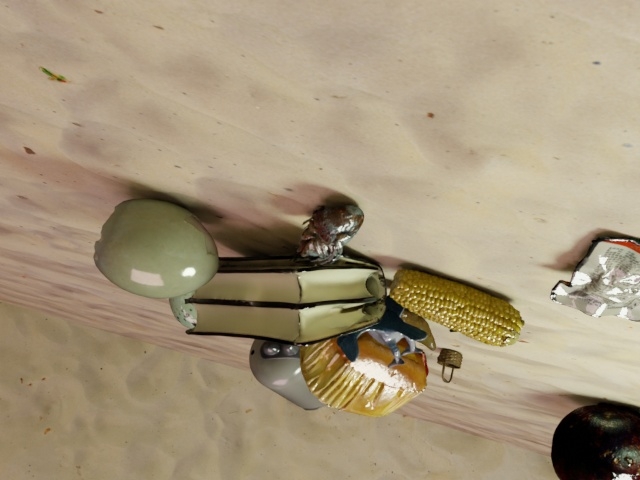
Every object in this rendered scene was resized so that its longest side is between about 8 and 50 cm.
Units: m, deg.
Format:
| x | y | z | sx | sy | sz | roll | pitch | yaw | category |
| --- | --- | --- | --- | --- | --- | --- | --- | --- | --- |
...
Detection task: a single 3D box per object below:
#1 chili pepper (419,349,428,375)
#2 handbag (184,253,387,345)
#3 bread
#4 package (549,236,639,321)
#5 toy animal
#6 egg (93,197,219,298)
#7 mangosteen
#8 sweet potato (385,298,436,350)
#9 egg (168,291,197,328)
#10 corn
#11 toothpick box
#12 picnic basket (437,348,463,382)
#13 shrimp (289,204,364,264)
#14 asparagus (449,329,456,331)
| x | y | z | sx | sy | sz | roll | pitch | yaw | category |
| --- | --- | --- | --- | --- | --- | --- | --- | --- | --- |
| 0.245 | 0.370 | 2.102 | 0.136 | 0.144 | 0.252 | 41 | 178 | 18 | chili pepper |
| -0.076 | 0.104 | 1.431 | 0.359 | 0.160 | 0.237 | -2 | 179 | 44 | handbag |
| 0.103 | 0.266 | 1.619 | 0.288 | 0.204 | 0.156 | 26 | 122 | -29 | bread |
| 0.448 | 0.059 | 1.074 | 0.166 | 0.040 | 0.232 | 13 | 152 | 4 | package |
| 0.120 | 0.167 | 1.448 | 0.176 | 0.239 | 0.255 | 55 | 154 | -1 | toy animal |
| -0.294 | 0.020 | 1.347 | 0.217 | 0.183 | 0.183 | 25 | 161 | -5 | egg |
| 0.790 | 0.601 | 1.983 | 0.330 | 0.330 | 0.330 | 14 | 162 | 5 | mangosteen |
| 0.185 | 0.180 | 1.632 | 0.067 | 0.067 | 0.274 | -1 | 151 | 42 | sweet potato |
| -0.327 | 0.161 | 1.891 | 0.131 | 0.131 | 0.164 | 1 | 150 | 38 | egg |
| 0.253 | 0.123 | 1.355 | 0.260 | 0.091 | 0.091 | 23 | 143 | -10 | corn |
| -0.068 | 0.360 | 2.152 | 0.229 | 0.229 | 0.316 | 5 | 157 | 30 | toothpick box |
| 0.335 | 0.332 | 1.919 | 0.072 | 0.083 | 0.072 | 13 | 162 | 4 | picnic basket |
| 0.000 | 0.000 | 1.192 | 0.079 | 0.090 | 0.233 | -12 | 166 | -31 | shrimp |
| 0.337 | 0.196 | 1.626 | 0.013 | 0.016 | 0.166 | 62 | 152 | -5 | asparagus |
